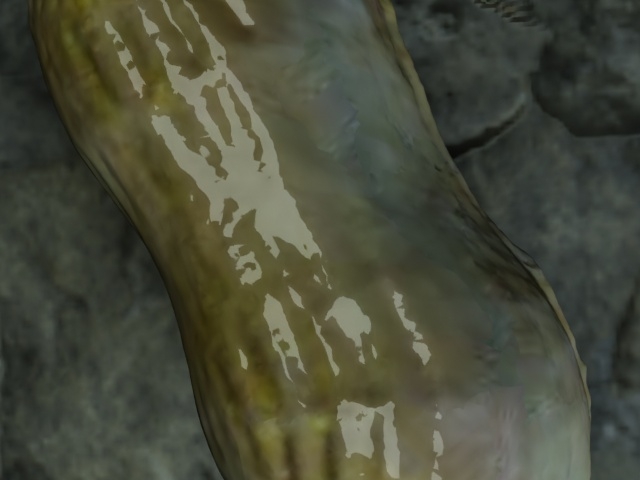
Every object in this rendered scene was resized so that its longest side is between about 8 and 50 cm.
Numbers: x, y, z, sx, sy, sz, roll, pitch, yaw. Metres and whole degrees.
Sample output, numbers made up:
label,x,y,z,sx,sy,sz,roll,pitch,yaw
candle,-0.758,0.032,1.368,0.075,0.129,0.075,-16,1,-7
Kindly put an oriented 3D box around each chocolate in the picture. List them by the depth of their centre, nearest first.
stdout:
label,x,y,z,sx,sy,sz,roll,pitch,yaw
chocolate,0.000,0.000,0.690,0.134,0.134,0.309,-25,85,17
